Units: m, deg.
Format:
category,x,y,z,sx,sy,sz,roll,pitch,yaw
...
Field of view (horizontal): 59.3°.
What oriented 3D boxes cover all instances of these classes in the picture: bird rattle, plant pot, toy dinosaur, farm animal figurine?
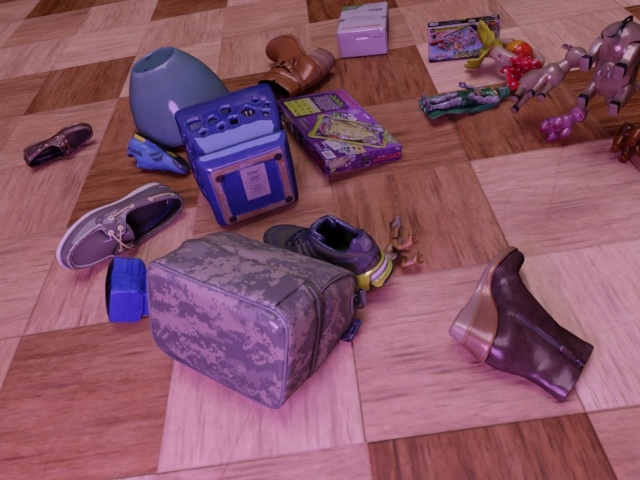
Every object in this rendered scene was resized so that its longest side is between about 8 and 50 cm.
category,x,y,z,sx,sy,sz,roll,pitch,yaw
bird rattle,0.540,-0.519,1.565,0.207,0.143,0.253,-22,44,-35
plant pot,-0.179,-0.184,1.290,0.236,0.236,0.212,-19,48,-9
toy dinosaur,0.141,0.034,1.119,0.112,0.064,0.211,-12,33,42
farm animal figurine,0.612,-0.348,1.225,0.330,0.326,0.172,34,70,18
plant pot,-0.423,-0.426,1.592,0.290,0.195,0.290,-13,43,13

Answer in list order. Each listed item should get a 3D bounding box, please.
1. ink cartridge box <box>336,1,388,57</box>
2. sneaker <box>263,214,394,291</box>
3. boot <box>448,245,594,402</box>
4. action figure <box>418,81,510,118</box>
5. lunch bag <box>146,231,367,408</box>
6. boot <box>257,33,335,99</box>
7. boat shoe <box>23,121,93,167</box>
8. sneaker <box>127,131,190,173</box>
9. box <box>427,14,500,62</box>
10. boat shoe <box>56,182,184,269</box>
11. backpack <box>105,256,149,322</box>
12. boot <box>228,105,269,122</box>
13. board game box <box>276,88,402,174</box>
category,x,y,z,sx,sy,sz,roll,pitch,yaw
ink cartridge box,0.145,-0.700,1.866,0.160,0.092,0.219,-2,44,12
sneaker,0.000,0.000,1.089,0.300,0.121,0.111,11,51,38
boot,0.356,0.133,0.953,0.207,0.090,0.248,28,53,21
action figure,0.389,-0.378,1.493,0.232,0.063,0.137,-9,39,-2
lunch bag,-0.104,0.106,0.973,0.305,0.212,0.256,18,33,25
boot,-0.119,-0.531,1.755,0.283,0.109,0.220,29,60,27
boat shoe,-0.755,-0.272,1.632,0.207,0.073,0.073,-31,47,-10
sneaker,-0.437,-0.214,1.511,0.209,0.069,0.082,30,98,22
box,0.427,-0.602,1.681,0.207,0.114,0.036,-4,43,10
boat shoe,-0.445,-0.031,1.271,0.091,0.109,0.305,20,47,36
backpack,-0.383,0.096,1.134,0.101,0.098,0.120,5,36,-26
boot,-0.199,-0.359,1.611,0.086,0.069,0.190,-42,46,-11
board game box,0.038,-0.292,1.464,0.208,0.056,0.347,-17,42,-15
